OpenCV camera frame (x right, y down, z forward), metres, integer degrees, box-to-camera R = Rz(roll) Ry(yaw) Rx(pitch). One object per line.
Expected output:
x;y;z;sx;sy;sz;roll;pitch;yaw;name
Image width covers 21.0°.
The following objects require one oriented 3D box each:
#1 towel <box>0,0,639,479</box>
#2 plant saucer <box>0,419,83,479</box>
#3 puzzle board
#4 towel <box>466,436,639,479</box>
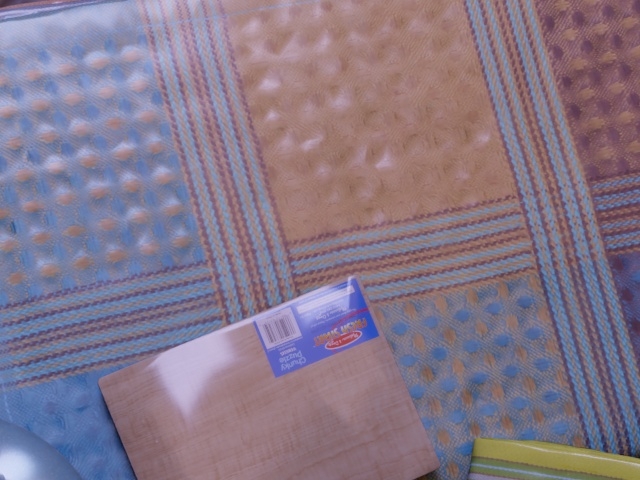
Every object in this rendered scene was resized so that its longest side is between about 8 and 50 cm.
0.000;0.000;0.812;0.370;0.040;0.271;-11;84;-9;towel
-0.150;0.135;0.744;0.119;0.021;0.119;3;100;16;plant saucer
-0.023;0.082;0.772;0.128;0.011;0.096;-22;84;-11;puzzle board
0.098;0.208;0.752;0.102;0.021;0.237;7;81;21;towel
